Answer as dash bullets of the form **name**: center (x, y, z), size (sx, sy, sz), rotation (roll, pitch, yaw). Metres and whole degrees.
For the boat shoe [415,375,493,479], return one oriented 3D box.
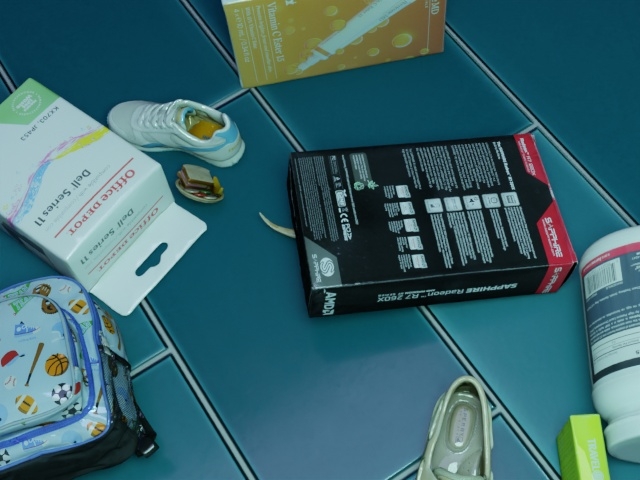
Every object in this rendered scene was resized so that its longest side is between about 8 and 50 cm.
- **boat shoe**: center (0.165, 0.320, 1.179), size (0.109, 0.098, 0.302), rotation (8, 64, 9)

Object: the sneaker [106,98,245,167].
- **sneaker**: center (-0.232, -0.186, 1.481), size (0.228, 0.092, 0.087), rotation (12, 66, 12)

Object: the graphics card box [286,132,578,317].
- **graphics card box**: center (0.148, -0.026, 1.333), size (0.370, 0.094, 0.233), rotation (-6, 60, -10)

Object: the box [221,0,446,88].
- **box**: center (0.017, -0.399, 1.502), size (0.345, 0.215, 0.168), rotation (-11, 62, 0)

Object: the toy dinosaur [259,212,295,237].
- **toy dinosaur**: center (0.000, 0.000, 1.398), size (0.183, 0.053, 0.093), rotation (-1, 48, 2)

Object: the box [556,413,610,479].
- **box**: center (0.330, 0.317, 1.161), size (0.042, 0.109, 0.178), rotation (-2, 62, 2)

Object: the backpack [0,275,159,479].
- **backpack**: center (-0.381, 0.182, 1.247), size (0.276, 0.213, 0.263), rotation (-16, 52, -1)

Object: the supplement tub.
- **supplement tub**: center (0.439, 0.132, 1.202), size (0.191, 0.191, 0.272), rotation (0, 63, 5)

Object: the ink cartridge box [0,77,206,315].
- **ink cartridge box**: center (-0.369, -0.069, 1.415), size (0.353, 0.119, 0.207), rotation (33, 69, 19)

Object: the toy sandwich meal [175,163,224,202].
- **toy sandwich meal**: center (-0.183, -0.087, 1.440), size (0.085, 0.029, 0.085), rotation (18, 22, -7)
